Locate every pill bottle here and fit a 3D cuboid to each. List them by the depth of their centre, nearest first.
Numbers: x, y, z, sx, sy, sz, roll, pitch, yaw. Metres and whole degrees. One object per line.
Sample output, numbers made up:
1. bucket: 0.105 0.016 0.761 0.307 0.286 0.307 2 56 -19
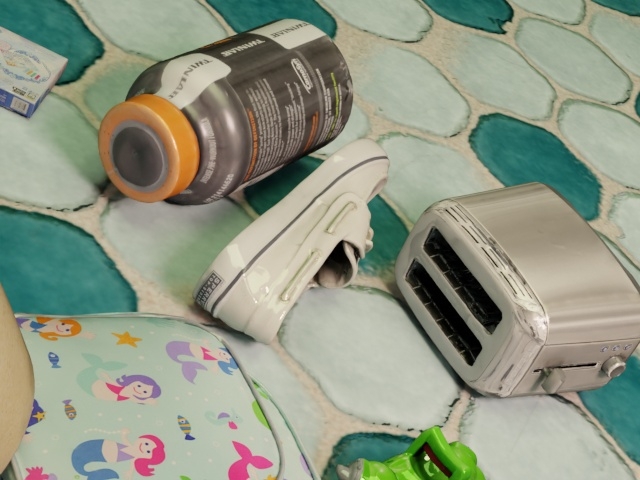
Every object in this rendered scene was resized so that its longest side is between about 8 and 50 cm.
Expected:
1. pill bottle: -0.085 -0.109 1.242 0.130 0.130 0.245 40 36 15

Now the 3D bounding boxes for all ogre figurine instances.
1. ogre figurine: 0.084 0.203 1.004 0.197 0.097 0.118 -13 63 -30

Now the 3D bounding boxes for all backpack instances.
1. backpack: -0.118 0.158 0.848 0.253 0.191 0.225 6 39 -35

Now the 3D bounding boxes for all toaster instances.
1. toaster: 0.168 0.038 1.240 0.146 0.129 0.227 -7 50 -37

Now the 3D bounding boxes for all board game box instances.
1. board game box: -0.283 -0.155 1.257 0.090 0.020 0.090 26 36 -5

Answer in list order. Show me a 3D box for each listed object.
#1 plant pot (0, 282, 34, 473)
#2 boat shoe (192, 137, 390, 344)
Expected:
1. plant pot: -0.263 0.027 0.664 0.274 0.256 0.256 51 10 -50
2. boat shoe: 0.000 0.000 1.199 0.088 0.096 0.267 40 37 8
